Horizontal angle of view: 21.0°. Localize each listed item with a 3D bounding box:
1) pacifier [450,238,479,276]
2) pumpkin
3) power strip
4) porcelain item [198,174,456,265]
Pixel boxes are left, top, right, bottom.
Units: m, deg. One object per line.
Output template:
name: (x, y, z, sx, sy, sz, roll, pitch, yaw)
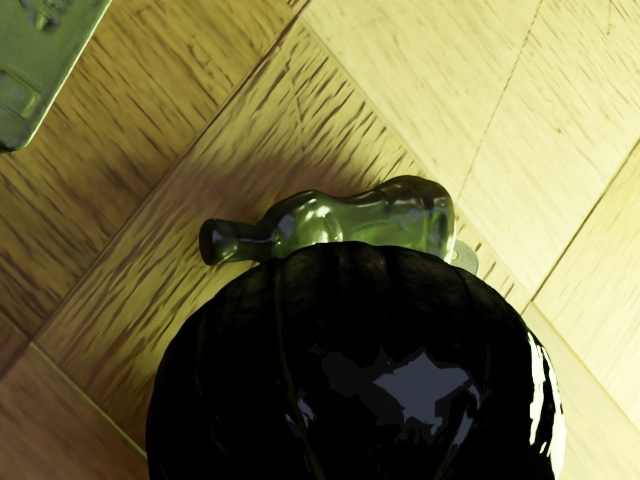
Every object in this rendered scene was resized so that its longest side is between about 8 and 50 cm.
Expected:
pacifier: (0.103, 0.041, 1.384, 0.068, 0.064, 0.083, -8, 95, -18)
pumpkin: (0.023, 0.114, 1.213, 0.296, 0.296, 0.295, 0, 90, -36)
power strip: (-0.204, -0.154, 1.167, 0.093, 0.053, 0.288, 37, 68, -30)
porcelain item: (0.000, 0.000, 1.304, 0.216, 0.069, 0.081, -7, 107, -37)
